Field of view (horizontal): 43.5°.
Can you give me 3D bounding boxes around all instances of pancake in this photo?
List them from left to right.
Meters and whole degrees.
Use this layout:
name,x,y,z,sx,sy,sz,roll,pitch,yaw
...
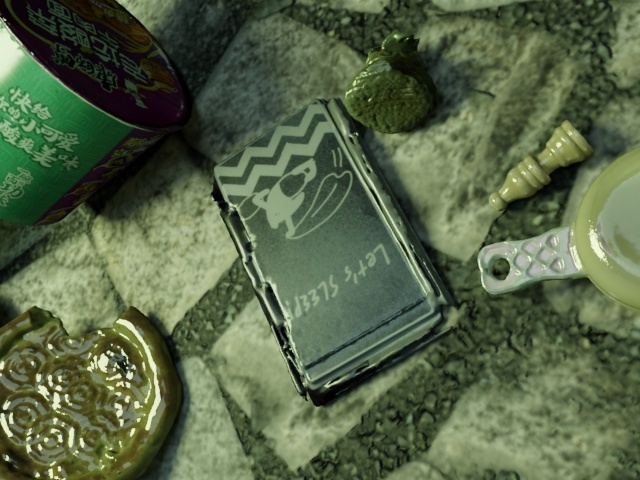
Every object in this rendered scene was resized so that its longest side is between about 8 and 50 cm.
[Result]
name,x,y,z,sx,sy,sz,roll,pitch,yaw
pancake,-0.255,0.160,0.805,0.235,0.029,0.211,-6,64,4

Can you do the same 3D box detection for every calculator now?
name,x,y,z,sx,sy,sz,roll,pitch,yaw
calculator,0.000,0.000,0.755,0.166,0.028,0.274,-32,64,14

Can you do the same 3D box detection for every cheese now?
name,x,y,z,sx,sy,sz,roll,pitch,yaw
cheese,0.230,-0.002,0.607,0.228,0.064,0.137,-16,67,26

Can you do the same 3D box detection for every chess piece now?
name,x,y,z,sx,sy,sz,roll,pitch,yaw
chess piece,0.179,-0.058,0.670,0.092,0.035,0.035,-40,60,17

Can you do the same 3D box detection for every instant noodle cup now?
name,x,y,z,sx,sy,sz,roll,pitch,yaw
instant noodle cup,-0.291,-0.147,0.843,0.190,0.251,0.251,-42,60,22

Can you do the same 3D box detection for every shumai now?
name,x,y,z,sx,sy,sz,roll,pitch,yaw
shumai,0.065,-0.149,0.752,0.083,0.082,0.080,-12,31,12

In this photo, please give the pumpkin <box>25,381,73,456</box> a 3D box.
name,x,y,z,sx,sy,sz,roll,pitch,yaw
pumpkin,-0.279,0.193,0.837,0.074,0.054,0.083,-15,59,5
